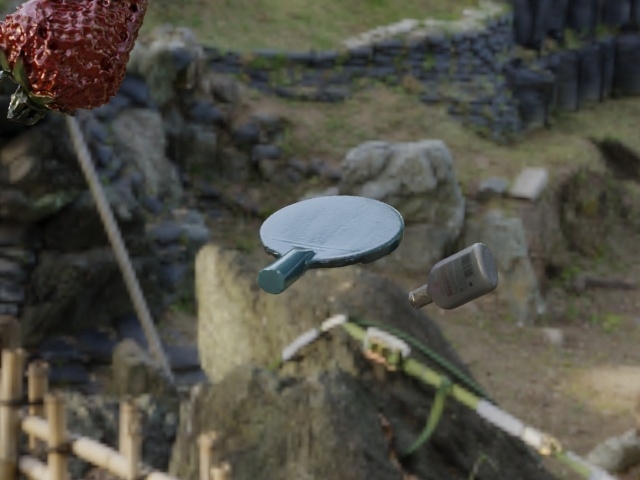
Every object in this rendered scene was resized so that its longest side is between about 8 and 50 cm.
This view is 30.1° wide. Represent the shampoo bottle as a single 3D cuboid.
[{"bbox_3d":[0.204,0.066,1.853,0.040,0.080,0.165,2,-23,-41],"label":"shampoo bottle"}]

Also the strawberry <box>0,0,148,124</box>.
[{"bbox_3d":[-0.339,-0.282,1.680,0.106,0.188,0.286,0,50,51],"label":"strawberry"}]

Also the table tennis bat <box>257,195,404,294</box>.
[{"bbox_3d":[0.000,0.000,1.744,0.215,0.044,0.329,10,25,22],"label":"table tennis bat"}]
